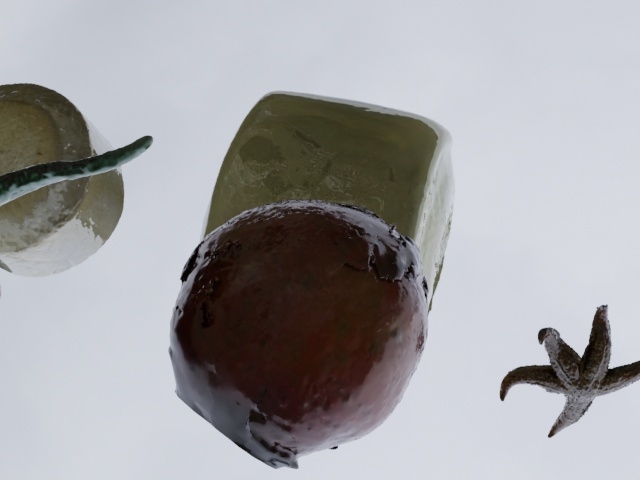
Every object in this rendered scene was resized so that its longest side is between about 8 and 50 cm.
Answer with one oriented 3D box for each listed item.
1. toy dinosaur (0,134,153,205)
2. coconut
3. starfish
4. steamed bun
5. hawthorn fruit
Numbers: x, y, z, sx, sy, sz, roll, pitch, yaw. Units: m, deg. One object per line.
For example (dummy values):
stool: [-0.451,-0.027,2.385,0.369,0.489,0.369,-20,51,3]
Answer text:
toy dinosaur: [-0.263,0.046,0.643,0.383,0.129,0.076,-29,-126,-4]
coconut: [-0.326,-0.064,1.137,0.202,0.222,0.202,-1,-103,4]
starfish: [0.349,0.187,1.365,0.213,0.238,0.057,0,-148,1]
steamed bun: [0.000,0.000,1.527,0.371,0.290,0.456,11,-98,8]
hawthorn fruit: [-0.024,0.104,1.132,0.316,0.316,0.316,-9,-129,11]
